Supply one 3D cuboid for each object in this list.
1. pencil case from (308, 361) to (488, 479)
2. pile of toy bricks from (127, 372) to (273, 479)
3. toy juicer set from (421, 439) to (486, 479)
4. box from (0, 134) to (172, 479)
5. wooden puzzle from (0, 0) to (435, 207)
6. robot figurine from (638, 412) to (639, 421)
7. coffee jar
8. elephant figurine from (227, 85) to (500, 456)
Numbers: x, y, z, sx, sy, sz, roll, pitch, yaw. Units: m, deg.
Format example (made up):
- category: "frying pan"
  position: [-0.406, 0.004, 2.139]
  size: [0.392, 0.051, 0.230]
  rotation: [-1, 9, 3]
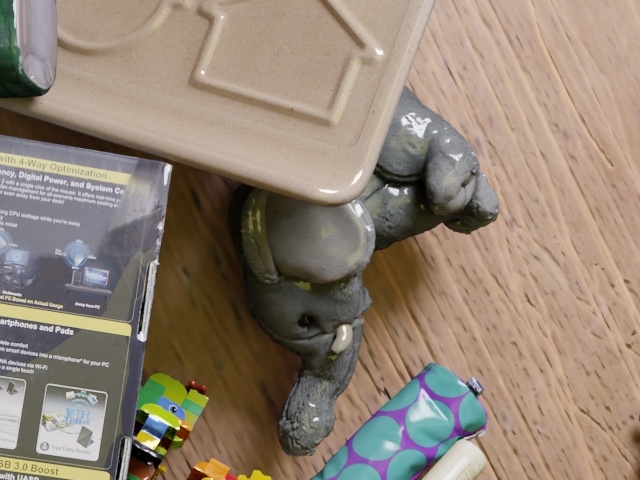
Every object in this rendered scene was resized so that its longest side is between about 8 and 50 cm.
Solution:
- category: "pencil case"
  position: [0.061, 0.163, 1.438]
  size: [0.152, 0.064, 0.070]
  rotation: [-42, 77, -15]
- category: "pile of toy bricks"
  position: [-0.119, 0.138, 1.368]
  size: [0.212, 0.118, 0.105]
  rotation: [30, 50, 0]
- category: "toy juicer set"
  position: [0.169, 0.254, 1.365]
  size: [0.329, 0.089, 0.209]
  rotation: [34, 62, -19]
- category: "box"
  position: [-0.314, 0.075, 1.227]
  size: [0.395, 0.097, 0.318]
  rotation: [8, 79, -9]
- category: "wooden puzzle"
  position: [-0.060, -0.211, 1.336]
  size: [0.322, 0.080, 0.348]
  rotation: [18, 77, 19]
- category: "robot figurine"
  position: [0.309, 0.160, 1.524]
  size: [0.101, 0.067, 0.115]
  rotation: [38, 77, -4]
- category: "coffee jar"
  position: [-0.276, -0.139, 1.280]
  size: [0.184, 0.079, 0.096]
  rotation: [-5, 78, 13]
- category: "elephant figurine"
  position: [0.000, 0.000, 1.374]
  size: [0.239, 0.169, 0.186]
  rotation: [-40, 58, -8]
